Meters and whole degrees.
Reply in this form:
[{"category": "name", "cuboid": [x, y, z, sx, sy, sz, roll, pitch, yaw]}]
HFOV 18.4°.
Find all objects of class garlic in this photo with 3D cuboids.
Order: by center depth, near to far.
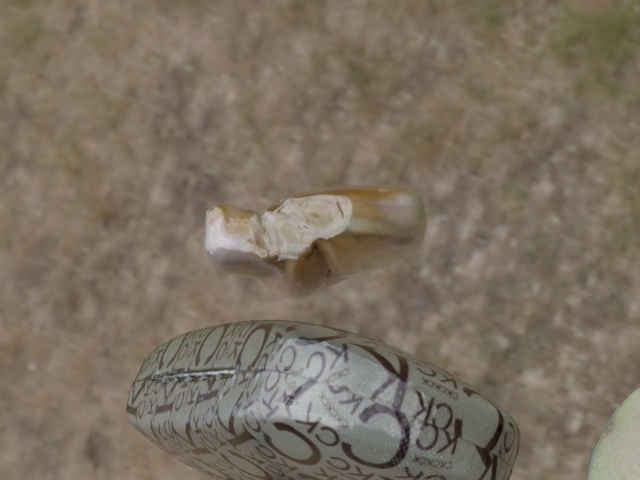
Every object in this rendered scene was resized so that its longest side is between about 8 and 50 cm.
[{"category": "garlic", "cuboid": [0.000, 0.000, 1.971, 0.217, 0.228, 0.110, -10, 92, 7]}]

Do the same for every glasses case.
[{"category": "glasses case", "cuboid": [-0.010, 0.097, 1.068, 0.085, 0.137, 0.355, -68, 16, -12]}]

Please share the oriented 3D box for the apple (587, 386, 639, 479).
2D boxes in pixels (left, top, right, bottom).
[{"category": "apple", "cuboid": [0.391, 0.262, 2.137, 0.193, 0.120, 0.265, 10, 77, 23]}]
